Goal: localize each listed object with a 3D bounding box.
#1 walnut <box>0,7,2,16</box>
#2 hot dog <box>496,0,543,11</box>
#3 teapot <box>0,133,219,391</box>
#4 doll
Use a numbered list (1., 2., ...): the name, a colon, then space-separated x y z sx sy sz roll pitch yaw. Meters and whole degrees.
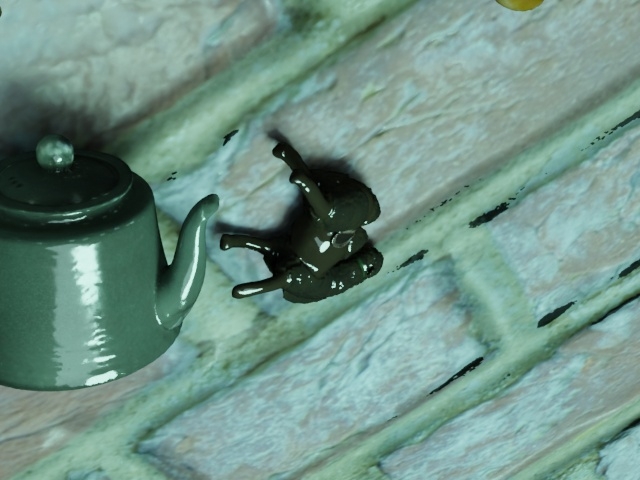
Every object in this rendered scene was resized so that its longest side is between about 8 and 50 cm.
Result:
1. walnut: -0.252 -0.143 0.502 0.170 0.069 0.143 -58 139 -22
2. hot dog: 0.080 -0.252 0.549 0.100 0.135 0.337 -53 135 -9
3. teapot: -0.188 -0.004 0.638 0.239 0.162 0.149 7 120 6
4. doll: 0.000 0.000 0.784 0.165 0.057 0.139 11 121 -42
